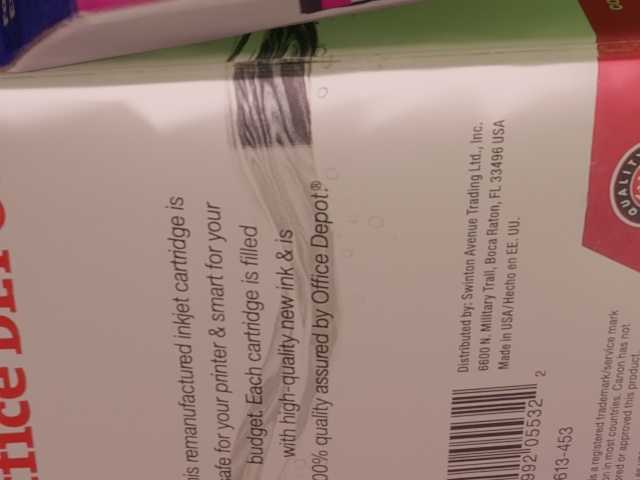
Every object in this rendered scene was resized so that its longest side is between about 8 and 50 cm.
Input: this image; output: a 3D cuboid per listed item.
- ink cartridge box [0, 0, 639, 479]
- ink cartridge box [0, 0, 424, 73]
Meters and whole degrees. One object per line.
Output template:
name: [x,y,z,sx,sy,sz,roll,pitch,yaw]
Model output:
ink cartridge box: [0.000,0.000,0.485,0.237,0.100,0.172,-3,124,-5]
ink cartridge box: [0.032,-0.147,0.363,0.371,0.069,0.175,-10,89,2]
